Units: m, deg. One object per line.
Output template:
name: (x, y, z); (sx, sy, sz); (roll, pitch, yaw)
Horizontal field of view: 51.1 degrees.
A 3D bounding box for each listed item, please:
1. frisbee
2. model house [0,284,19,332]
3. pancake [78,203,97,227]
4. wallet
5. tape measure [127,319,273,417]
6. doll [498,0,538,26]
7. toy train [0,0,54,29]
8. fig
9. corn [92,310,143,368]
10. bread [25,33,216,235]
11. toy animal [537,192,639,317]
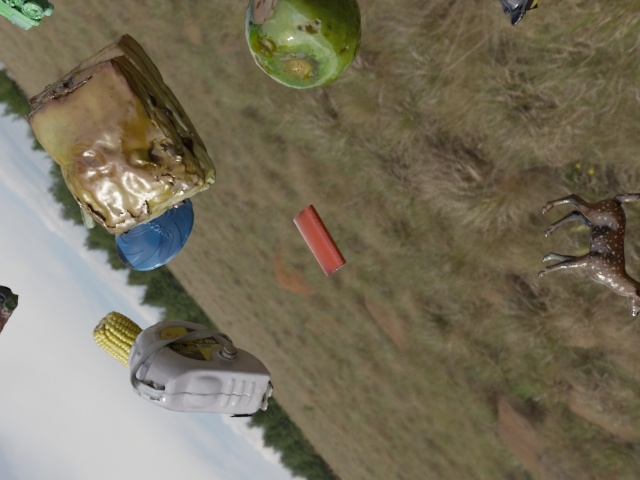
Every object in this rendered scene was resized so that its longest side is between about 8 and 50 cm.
frisbee: (-0.440, -0.038, 1.741); (0.242, 0.242, 0.045); (40, 176, 36)
model house: (-0.836, 0.193, 1.473); (0.237, 0.202, 0.237); (47, -156, -33)
pancake: (-0.569, -0.142, 1.573); (0.253, 0.037, 0.254); (161, 90, -73)
wallet: (0.000, 0.000, 1.986); (0.204, 0.045, 0.142); (59, 157, 5)
tape measure: (-0.224, 0.213, 1.152); (0.236, 0.120, 0.197); (10, -162, -33)
doll: (0.357, -0.527, 1.285); (0.088, 0.127, 0.249); (97, 169, -67)
toy train: (-0.666, -0.512, 1.337); (0.119, 0.085, 0.251); (-19, 147, 35)
fig: (-0.017, -0.409, 1.154); (0.206, 0.275, 0.206); (9, 156, 4)
corn: (-0.421, 0.263, 1.569); (0.244, 0.093, 0.093); (46, 171, -25)
bread: (-0.380, -0.182, 1.211); (0.325, 0.277, 0.167); (63, -157, -2)
toy animal: (0.541, 0.030, 1.238); (0.260, 0.244, 0.087); (2, 179, 27)
